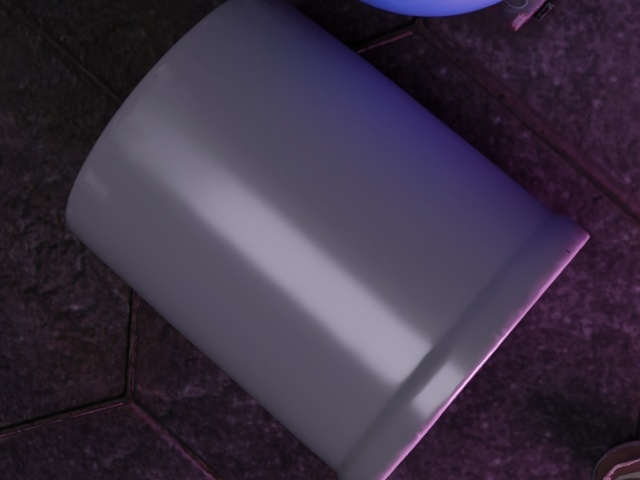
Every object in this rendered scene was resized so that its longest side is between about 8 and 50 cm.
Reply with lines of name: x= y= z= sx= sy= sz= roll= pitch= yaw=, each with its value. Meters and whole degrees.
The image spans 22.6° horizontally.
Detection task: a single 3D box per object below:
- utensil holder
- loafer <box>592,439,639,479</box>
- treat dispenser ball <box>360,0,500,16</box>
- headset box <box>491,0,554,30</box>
utensil holder: x=0.000 y=0.000 z=1.508 sx=0.385 sy=0.327 sz=0.328 roll=39 pitch=118 yaw=8
loafer: x=0.386 y=0.277 z=1.576 sx=0.251 sy=0.087 sz=0.094 roll=22 pitch=115 yaw=14
treat dispenser ball: x=0.093 y=-0.335 z=1.367 sx=0.288 sy=0.288 sz=0.288 roll=7 pitch=111 yaw=20
headset box: x=0.184 y=-0.243 z=1.508 sx=0.083 sy=0.032 sz=0.062 roll=46 pitch=118 yaw=4
